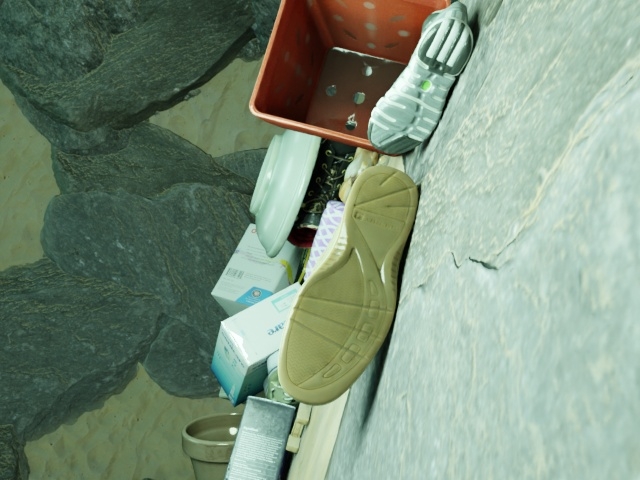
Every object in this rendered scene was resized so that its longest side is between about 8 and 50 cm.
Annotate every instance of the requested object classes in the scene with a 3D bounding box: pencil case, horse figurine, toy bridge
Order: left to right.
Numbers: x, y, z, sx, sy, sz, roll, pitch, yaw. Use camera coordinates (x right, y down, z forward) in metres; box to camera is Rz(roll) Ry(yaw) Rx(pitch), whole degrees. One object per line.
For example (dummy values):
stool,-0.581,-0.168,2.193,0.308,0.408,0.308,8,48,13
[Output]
toy bridge,-0.031,0.337,1.403,0.063,0.026,0.188,-75,3,-59
pencil case,0.029,0.010,1.557,0.088,0.086,0.206,-9,-56,-56
horse figurine,0.091,-0.143,1.453,0.174,0.066,0.263,120,170,-49

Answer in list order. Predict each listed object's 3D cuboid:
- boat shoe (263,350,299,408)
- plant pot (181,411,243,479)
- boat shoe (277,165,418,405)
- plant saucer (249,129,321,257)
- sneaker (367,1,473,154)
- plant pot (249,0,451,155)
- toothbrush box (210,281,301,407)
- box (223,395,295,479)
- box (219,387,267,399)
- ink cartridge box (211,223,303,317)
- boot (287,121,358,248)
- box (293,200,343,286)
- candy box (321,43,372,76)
boat shoe,-0.066,0.321,1.604,0.302,0.109,0.094,108,149,-60
plant pot,-0.249,0.622,1.957,0.263,0.263,0.229,-139,48,-86
boat shoe,0.043,0.065,0.933,0.110,0.121,0.341,104,-169,-64
plant saucer,-0.103,-0.157,1.822,0.400,0.100,0.400,-162,90,-81
sneaker,0.147,-0.231,0.991,0.229,0.086,0.132,-55,11,44
plant pot,0.060,-0.282,1.244,0.236,0.267,0.267,45,-119,-80
toothbrush box,-0.133,0.255,1.707,0.216,0.126,0.295,-27,-20,-26
box,-0.127,0.456,1.498,0.153,0.108,0.207,94,-170,-61
box,-0.181,0.399,2.037,0.311,0.121,0.148,-24,48,66
ink cartridge box,-0.166,0.122,2.224,0.270,0.198,0.197,-63,-30,-24
boot,0.019,-0.150,1.798,0.377,0.138,0.284,145,143,-65
box,0.000,0.000,2.055,0.257,0.079,0.322,119,167,-65
candy box,0.084,-0.353,1.463,0.165,0.196,0.070,-148,75,-87
